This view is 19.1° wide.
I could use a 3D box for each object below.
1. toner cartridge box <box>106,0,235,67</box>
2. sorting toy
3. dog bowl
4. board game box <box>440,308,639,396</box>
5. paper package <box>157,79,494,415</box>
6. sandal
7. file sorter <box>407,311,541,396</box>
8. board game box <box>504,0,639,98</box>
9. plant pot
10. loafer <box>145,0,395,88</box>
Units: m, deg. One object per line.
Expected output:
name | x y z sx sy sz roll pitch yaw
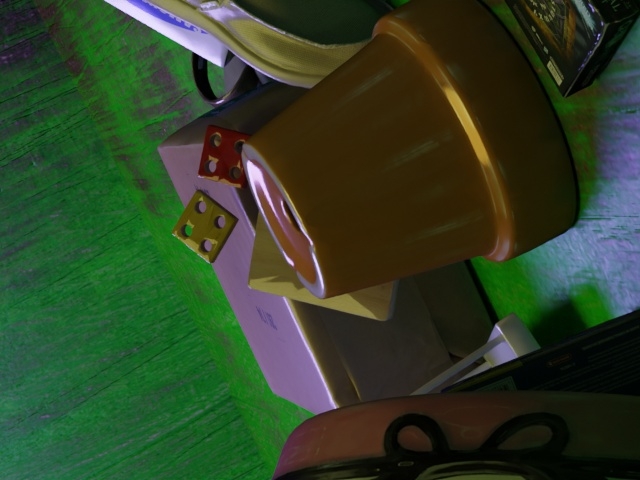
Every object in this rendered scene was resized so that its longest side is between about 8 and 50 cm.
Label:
toner cartridge box | -0.200 -0.310 1.693 0.348 0.075 0.165 30 142 7
sorting toy | 0.008 -0.014 1.592 0.046 0.274 0.132 -6 -73 -64
dog bowl | 0.143 0.199 1.159 0.408 0.408 0.150 102 171 -72
board game box | 0.179 0.091 1.272 0.194 0.194 0.060 36 -148 -84
paper package | 0.000 0.000 1.807 0.309 0.168 0.325 65 169 -7
sandal | -0.094 -0.191 1.978 0.120 0.086 0.303 57 167 25
file sorter | 0.157 0.229 1.529 0.278 0.173 0.193 57 175 10
board game box | 0.125 -0.190 1.171 0.186 0.026 0.126 61 168 10
plant pot | 0.053 -0.054 1.390 0.205 0.188 0.205 58 168 20
loafer | -0.050 -0.207 1.544 0.268 0.102 0.092 24 137 19
